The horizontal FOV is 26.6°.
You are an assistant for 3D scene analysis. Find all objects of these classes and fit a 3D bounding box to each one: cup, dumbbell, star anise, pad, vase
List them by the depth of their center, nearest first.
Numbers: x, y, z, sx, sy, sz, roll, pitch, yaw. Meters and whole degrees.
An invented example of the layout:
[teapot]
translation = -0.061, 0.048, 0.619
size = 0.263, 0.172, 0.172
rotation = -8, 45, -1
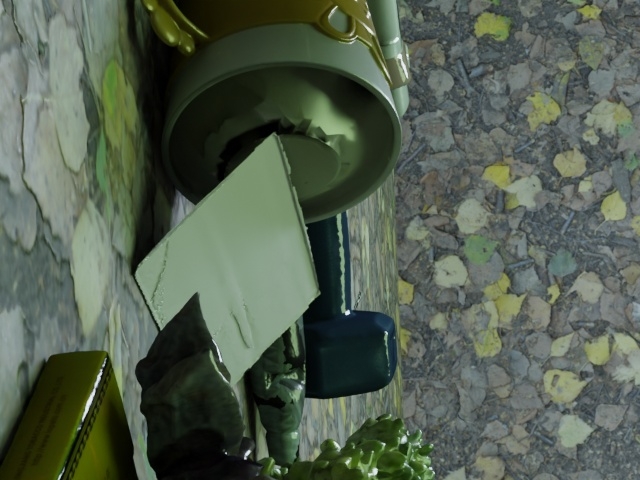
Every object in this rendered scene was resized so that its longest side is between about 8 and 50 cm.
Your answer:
[star anise]
translation = -0.065, 0.144, 0.771
size = 0.262, 0.081, 0.230
rotation = 143, -56, -84
[pad]
translation = -0.065, 0.032, 1.059
size = 0.156, 0.004, 0.232
rotation = -47, 151, -20
[cup]
translation = -0.053, -0.158, 1.080
size = 0.241, 0.185, 0.226
rotation = 37, 35, -38
[vase]
translation = -0.042, 0.121, 1.342
size = 0.060, 0.060, 0.211
rotation = -50, 136, -79
[dumbbell]
translation = 0.000, 0.000, 1.415
size = 0.144, 0.160, 0.325
rotation = -12, 100, -50

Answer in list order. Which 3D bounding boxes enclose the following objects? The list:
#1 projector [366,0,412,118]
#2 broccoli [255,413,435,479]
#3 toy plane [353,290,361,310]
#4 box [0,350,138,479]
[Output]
[projector]
translation = 0.022, -0.257, 1.655
size = 0.177, 0.163, 0.242
rotation = 70, 13, -62
[broccoli]
translation = 0.024, 0.285, 1.047
size = 0.338, 0.317, 0.277
rotation = -27, -104, 56
[toy plane]
translation = 0.021, 0.118, 1.883
size = 0.031, 0.049, 0.120
rotation = 76, 30, -50
[box]
translation = -0.125, 0.218, 0.756
size = 0.153, 0.041, 0.279
rotation = -79, 164, -61
